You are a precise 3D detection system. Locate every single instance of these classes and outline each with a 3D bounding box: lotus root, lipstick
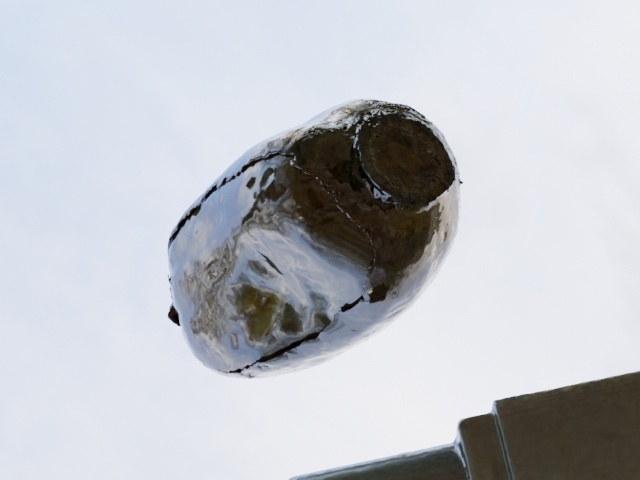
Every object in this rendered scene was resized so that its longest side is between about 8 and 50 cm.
[{"bbox_3d":[0.000,0.000,1.407,0.152,0.275,0.160,-16,-103,-36],"label":"lotus root"},{"bbox_3d":[0.024,0.047,0.343,0.129,0.030,0.030,-13,-111,-2],"label":"lipstick"}]
